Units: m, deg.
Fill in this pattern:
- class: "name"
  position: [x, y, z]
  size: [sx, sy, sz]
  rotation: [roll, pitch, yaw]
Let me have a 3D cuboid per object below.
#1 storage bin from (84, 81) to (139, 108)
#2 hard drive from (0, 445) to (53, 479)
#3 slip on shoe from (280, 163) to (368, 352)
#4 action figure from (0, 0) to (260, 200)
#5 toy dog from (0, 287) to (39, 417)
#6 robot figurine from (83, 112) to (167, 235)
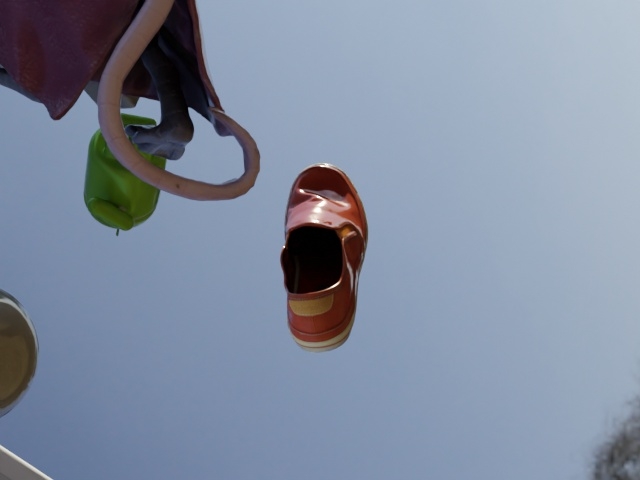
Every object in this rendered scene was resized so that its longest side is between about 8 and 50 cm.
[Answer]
- class: "storage bin"
  position: [-0.254, -0.225, 1.368]
  size: [0.135, 0.098, 0.091]
  rotation: [53, -135, -53]
- class: "hard drive"
  position: [-0.365, 0.294, 1.266]
  size: [0.047, 0.353, 0.233]
  rotation: [-52, -13, -35]
- class: "slip on shoe"
  position: [0.000, 0.000, 1.537]
  size: [0.331, 0.123, 0.101]
  rotation: [-86, -14, -46]
- class: "action figure"
  position: [-0.127, -0.256, 0.797]
  size: [0.248, 0.276, 0.370]
  rotation: [14, -69, -35]
- class: "toy dog"
  position: [-0.294, 0.016, 0.466]
  size: [0.220, 0.161, 0.334]
  rotation: [-49, -38, -9]
- class: "robot figurine"
  position: [-0.169, -0.056, 0.967]
  size: [0.115, 0.067, 0.101]
  rotation: [111, 161, -48]
